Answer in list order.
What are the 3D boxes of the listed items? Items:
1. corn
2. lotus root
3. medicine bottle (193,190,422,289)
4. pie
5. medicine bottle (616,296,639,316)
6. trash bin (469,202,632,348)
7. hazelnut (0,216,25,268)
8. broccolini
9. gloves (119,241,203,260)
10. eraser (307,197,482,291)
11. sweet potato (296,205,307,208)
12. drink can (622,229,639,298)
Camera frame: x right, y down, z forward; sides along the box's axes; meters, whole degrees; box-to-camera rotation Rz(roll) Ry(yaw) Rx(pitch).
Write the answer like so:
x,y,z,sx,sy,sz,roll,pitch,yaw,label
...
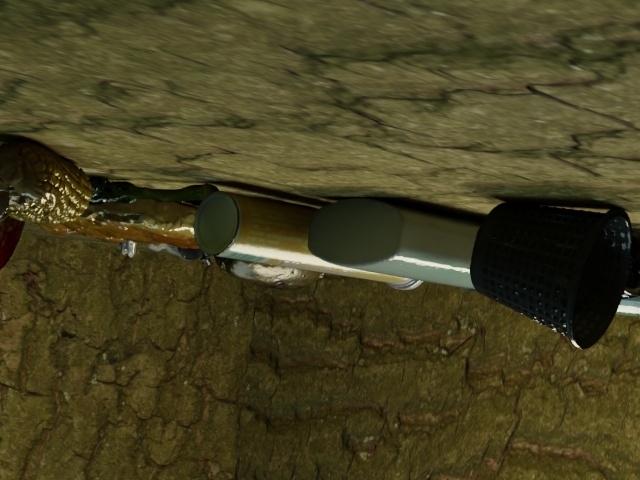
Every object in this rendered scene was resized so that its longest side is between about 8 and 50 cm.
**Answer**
x,y,z,sx,sy,sz,roll,pitch,yaw,label
-0.355,-0.066,1.689,0.106,0.106,0.293,6,177,6,corn
-0.087,0.020,2.348,0.241,0.123,0.124,6,-156,-43,lotus root
0.000,0.000,1.954,0.108,0.108,0.426,3,175,42,medicine bottle
-0.320,-0.040,2.191,0.339,0.083,0.339,7,174,1,pie
0.494,0.062,2.008,0.351,0.110,0.110,5,176,26,medicine bottle
0.276,0.026,1.616,0.161,0.176,0.175,19,-177,30,trash bin
-0.589,-0.027,2.249,0.177,0.178,0.204,6,146,12,hazelnut
-0.253,-0.078,1.916,0.254,0.071,0.058,-4,129,34,broccolini
-0.300,-0.009,2.461,0.229,0.097,0.119,0,162,43,gloves
0.147,0.010,1.892,0.290,0.104,0.189,11,177,-42,eraser
-0.023,-0.021,2.064,0.067,0.067,0.273,4,180,37,sweet potato
0.373,0.048,1.893,0.097,0.097,0.235,9,167,-27,drink can
